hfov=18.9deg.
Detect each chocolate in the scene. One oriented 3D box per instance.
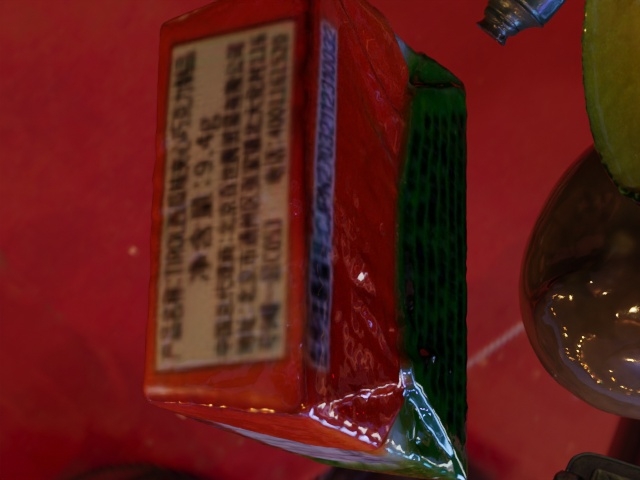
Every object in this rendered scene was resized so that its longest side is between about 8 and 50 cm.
[{"bbox_3d":[0.000,0.000,1.546,0.161,0.360,0.341,-6,163,24],"label":"chocolate"}]

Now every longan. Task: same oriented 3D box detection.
[{"bbox_3d":[0.350,0.028,1.882,0.319,0.319,0.319,13,130,16],"label":"longan"}]

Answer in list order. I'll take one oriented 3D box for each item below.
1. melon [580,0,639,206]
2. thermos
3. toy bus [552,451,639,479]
[{"bbox_3d":[0.345,-0.172,1.479,0.331,0.226,0.343,30,105,-13],"label":"melon"},{"bbox_3d":[0.219,-0.263,1.790,0.073,0.083,0.187,39,94,-9],"label":"thermos"},{"bbox_3d":[0.179,0.271,1.292,0.113,0.246,0.134,17,139,13],"label":"toy bus"}]
